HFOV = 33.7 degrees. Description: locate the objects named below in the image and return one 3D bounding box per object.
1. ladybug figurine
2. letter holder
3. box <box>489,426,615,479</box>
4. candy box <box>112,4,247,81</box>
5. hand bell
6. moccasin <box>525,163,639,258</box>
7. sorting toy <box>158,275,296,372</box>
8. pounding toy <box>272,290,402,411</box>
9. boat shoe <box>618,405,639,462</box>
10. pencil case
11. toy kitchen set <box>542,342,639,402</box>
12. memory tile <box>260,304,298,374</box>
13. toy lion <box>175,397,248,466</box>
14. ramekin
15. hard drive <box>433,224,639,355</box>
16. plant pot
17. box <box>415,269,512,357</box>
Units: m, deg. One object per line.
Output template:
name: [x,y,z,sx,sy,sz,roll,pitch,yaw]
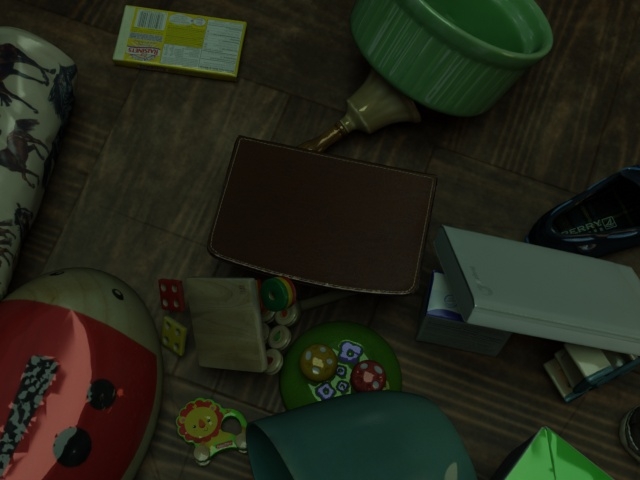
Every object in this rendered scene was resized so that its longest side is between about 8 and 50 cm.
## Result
ladybug figurine: [-0.387,0.236,1.471,0.305,0.162,0.449,14,71,3]
letter holder: [0.000,0.000,1.557,0.302,0.152,0.214,11,61,2]
box: [0.345,0.389,1.404,0.262,0.231,0.126,38,73,11]
candy box: [-0.231,-0.326,1.747,0.206,0.027,0.105,9,73,2]
hand bell: [0.025,-0.172,1.677,0.242,0.126,0.126,-35,75,0]
moccasin: [0.486,-0.048,1.623,0.342,0.117,0.137,-28,74,-11]
sorting toy: [-0.129,0.114,1.505,0.046,0.275,0.132,-16,101,-47]
pounding toy: [0.025,0.168,1.536,0.183,0.110,0.236,-13,72,-7]
boat shoe: [0.586,0.333,1.502,0.324,0.096,0.116,32,72,9]
pencil case: [-0.499,-0.121,1.595,0.184,0.160,0.410,13,71,4]
toy kitchen set: [0.448,0.173,1.517,0.207,0.166,0.122,-26,73,-11]
memory tile: [-0.105,0.135,1.556,0.148,0.012,0.113,5,67,34]
toy lion: [-0.157,0.273,1.537,0.100,0.034,0.096,-15,64,-7]
ramekin: [0.192,-0.332,1.635,0.304,0.148,0.303,22,39,-19]
hard drive: [0.325,0.072,1.474,0.308,0.040,0.203,12,29,-15]
plant pot: [0.067,0.333,1.397,0.235,0.293,0.293,-20,72,-18]
box: [0.212,0.109,1.548,0.126,0.137,0.072,12,69,2]
